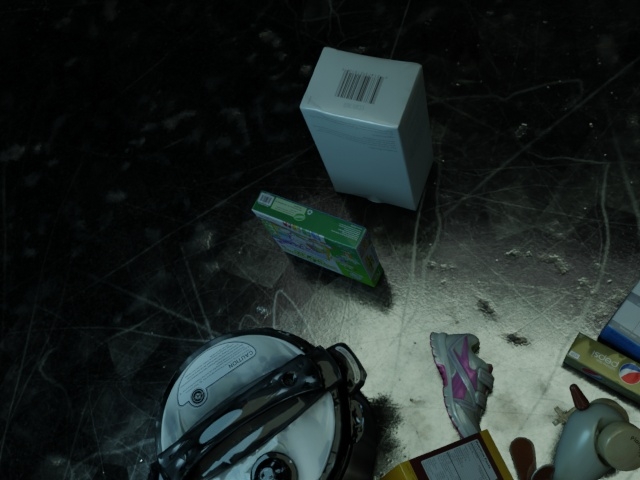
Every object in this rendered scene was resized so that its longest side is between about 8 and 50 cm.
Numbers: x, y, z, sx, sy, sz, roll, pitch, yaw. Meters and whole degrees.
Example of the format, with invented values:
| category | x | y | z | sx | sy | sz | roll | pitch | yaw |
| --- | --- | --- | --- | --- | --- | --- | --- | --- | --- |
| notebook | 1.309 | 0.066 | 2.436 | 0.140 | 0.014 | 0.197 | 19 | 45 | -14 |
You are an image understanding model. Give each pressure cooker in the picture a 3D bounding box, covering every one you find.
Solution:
| category | x | y | z | sx | sy | sz | roll | pitch | yaw |
| --- | --- | --- | --- | --- | --- | --- | --- | --- | --- |
| pressure cooker | -0.093 | 0.356 | 1.257 | 0.376 | 0.420 | 0.369 | 9 | 71 | 18 |

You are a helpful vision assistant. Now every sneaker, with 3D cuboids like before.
| category | x | y | z | sx | sy | sz | roll | pitch | yaw |
| --- | --- | --- | --- | --- | --- | --- | --- | --- | --- |
| sneaker | 0.300 | 0.293 | 1.361 | 0.111 | 0.103 | 0.252 | -15 | 66 | 9 |

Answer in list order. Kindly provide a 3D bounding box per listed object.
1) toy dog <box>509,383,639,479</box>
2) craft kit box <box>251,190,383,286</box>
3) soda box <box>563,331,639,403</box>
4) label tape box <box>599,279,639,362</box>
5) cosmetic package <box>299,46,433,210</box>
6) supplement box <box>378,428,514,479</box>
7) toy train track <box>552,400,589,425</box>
| category | x | y | z | sx | sy | sz | roll | pitch | yaw |
| --- | --- | --- | --- | --- | --- | --- | --- | --- | --- |
| toy dog | 0.435 | 0.394 | 1.241 | 0.334 | 0.220 | 0.161 | -43 | 90 | -15 |
| craft kit box | 0.000 | 0.000 | 1.479 | 0.250 | 0.246 | 0.061 | 21 | 77 | 22 |
| soda box | 0.577 | 0.255 | 1.329 | 0.181 | 0.061 | 0.058 | 30 | 77 | 23 |
| label tape box | 0.751 | 0.119 | 1.319 | 0.241 | 0.106 | 0.333 | 36 | 81 | 24 |
| cosmetic package | 0.116 | -0.226 | 1.468 | 0.217 | 0.385 | 0.156 | 16 | 74 | 17 |
| supplement box | 0.218 | 0.459 | 1.225 | 0.194 | 0.191 | 0.129 | -12 | 61 | -24 |
| toy train track | 0.497 | 0.340 | 1.340 | 0.083 | 0.014 | 0.048 | -34 | 64 | -2 |
